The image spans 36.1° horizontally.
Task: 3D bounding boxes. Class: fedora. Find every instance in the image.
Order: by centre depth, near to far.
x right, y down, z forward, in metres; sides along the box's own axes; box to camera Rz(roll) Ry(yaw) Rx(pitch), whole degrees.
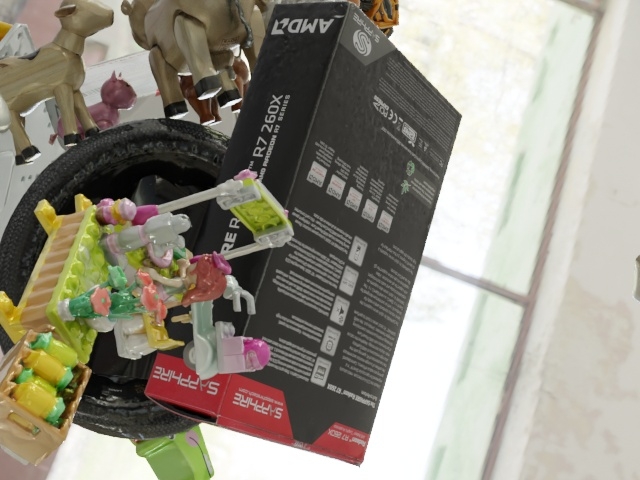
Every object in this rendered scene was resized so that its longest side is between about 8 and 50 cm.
[{"bbox_3d":[-0.181,0.041,1.055,0.152,0.334,0.334,141,-30,-82],"label":"fedora"}]

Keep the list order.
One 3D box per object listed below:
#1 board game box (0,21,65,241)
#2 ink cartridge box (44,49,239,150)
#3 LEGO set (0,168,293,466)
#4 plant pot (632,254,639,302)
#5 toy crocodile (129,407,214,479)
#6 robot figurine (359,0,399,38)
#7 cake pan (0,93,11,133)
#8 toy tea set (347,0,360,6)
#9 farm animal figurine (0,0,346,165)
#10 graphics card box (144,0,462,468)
[{"bbox_3d":[-0.558,-0.098,1.606,0.390,0.050,0.390,91,21,-57],"label":"board game box"},{"bbox_3d":[-0.286,-0.202,1.541,0.306,0.226,0.131,31,-43,59],"label":"ink cartridge box"},{"bbox_3d":[-0.080,0.023,0.534,0.287,0.107,0.132,-1,76,-78],"label":"LEGO set"},{"bbox_3d":[0.487,0.055,1.290,0.109,0.096,0.109,-30,145,-6],"label":"plant pot"},{"bbox_3d":[-0.213,0.152,1.204,0.115,0.105,0.340,-27,-108,34],"label":"toy crocodile"},{"bbox_3d":[0.014,-0.384,1.573,0.085,0.291,0.211,32,-49,54],"label":"robot figurine"},{"bbox_3d":[-0.255,-0.132,0.398,0.054,0.293,0.293,-45,-177,0],"label":"cake pan"},{"bbox_3d":[-0.035,-0.354,1.277,0.336,0.200,0.124,138,-57,-63],"label":"toy tea set"},{"bbox_3d":[-0.179,-0.216,1.072,0.327,0.172,0.330,-16,-177,44],"label":"farm animal figurine"},{"bbox_3d":[0.000,0.000,0.892,0.233,0.094,0.370,30,73,-51],"label":"graphics card box"}]
